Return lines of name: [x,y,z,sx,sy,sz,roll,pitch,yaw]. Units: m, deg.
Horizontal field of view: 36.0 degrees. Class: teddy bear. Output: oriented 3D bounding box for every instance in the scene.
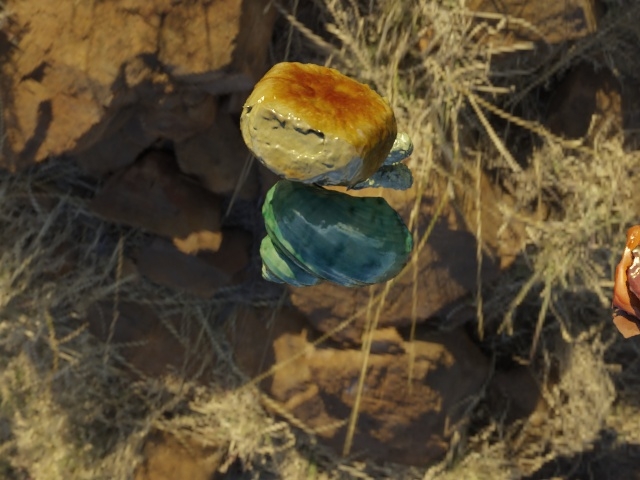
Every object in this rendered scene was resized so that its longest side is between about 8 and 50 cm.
teddy bear: [0.040,-0.131,1.529,0.213,0.111,0.133,27,147,30]

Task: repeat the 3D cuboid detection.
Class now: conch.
conch: [-0.003,0.002,1.335,0.196,0.134,0.202,56,146,-4]

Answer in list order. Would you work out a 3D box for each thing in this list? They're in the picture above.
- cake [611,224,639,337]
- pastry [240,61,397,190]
cake: [0.480,0.019,1.177,0.287,0.135,0.098,-17,165,-6]
pastry: [-0.001,-0.138,1.197,0.182,0.192,0.093,23,123,4]
